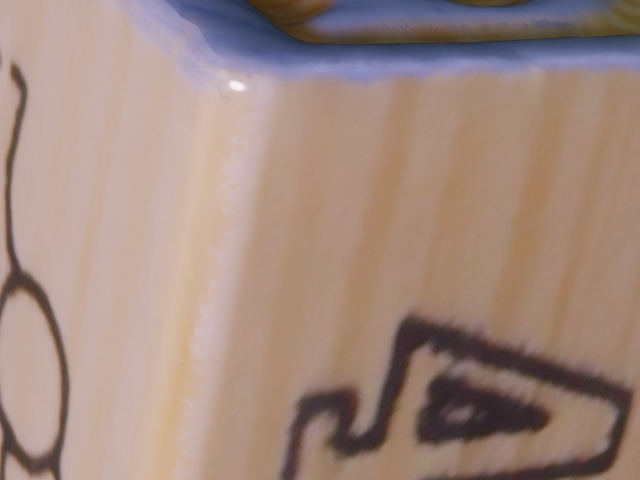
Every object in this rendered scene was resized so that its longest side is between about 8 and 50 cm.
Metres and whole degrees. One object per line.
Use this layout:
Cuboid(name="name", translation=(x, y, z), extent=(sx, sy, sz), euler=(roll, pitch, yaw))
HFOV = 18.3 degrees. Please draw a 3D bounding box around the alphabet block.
Cuboid(name="alphabet block", translation=(0.000, 0.000, 0.577), extent=(0.192, 0.193, 0.197), euler=(47, 132, 49))
